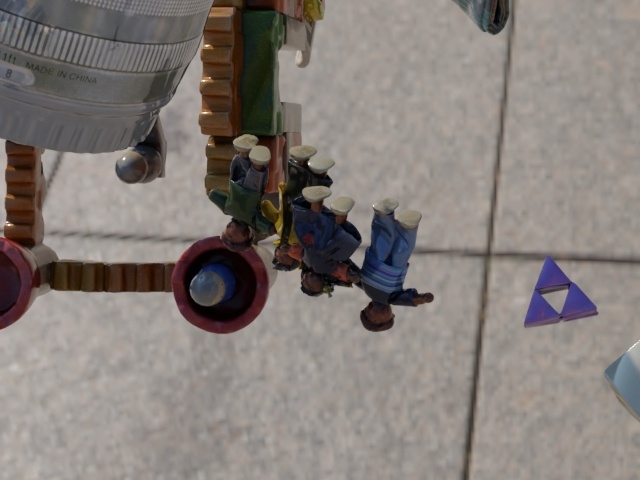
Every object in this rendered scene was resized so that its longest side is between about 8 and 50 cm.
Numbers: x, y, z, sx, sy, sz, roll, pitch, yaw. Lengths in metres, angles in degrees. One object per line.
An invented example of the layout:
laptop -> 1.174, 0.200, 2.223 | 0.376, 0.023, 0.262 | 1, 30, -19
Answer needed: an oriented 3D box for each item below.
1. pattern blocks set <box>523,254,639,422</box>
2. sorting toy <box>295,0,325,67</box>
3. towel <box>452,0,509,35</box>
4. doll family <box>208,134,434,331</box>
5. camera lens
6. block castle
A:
pattern blocks set -> 0.267, 0.094, 0.933 | 0.324, 0.026, 0.285 | 35, 83, 9
sorting toy -> -0.021, -0.327, 1.841 | 0.038, 0.208, 0.193 | -4, 44, 12
towel -> 0.102, -0.445, 2.107 | 0.040, 0.271, 0.370 | -38, 61, -17
doll family -> 0.000, 0.000, 1.257 | 0.076, 0.111, 0.193 | -20, 44, -40
camera lens -> -0.159, -0.222, 1.063 | 0.219, 0.274, 0.219 | 20, 23, -8
block castle -> -0.178, -0.147, 1.466 | 0.303, 0.453, 0.213 | 1, 4, 7
